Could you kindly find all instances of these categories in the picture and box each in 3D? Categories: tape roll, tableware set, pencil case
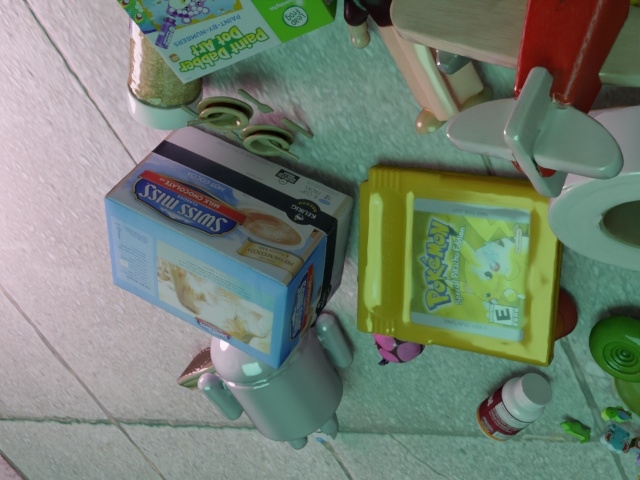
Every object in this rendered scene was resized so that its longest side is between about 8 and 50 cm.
[{"bbox_3d":[0.440,-0.058,1.193,0.286,0.100,0.286,12,157,5],"label":"tape roll"},{"bbox_3d":[-0.117,-0.170,1.448,0.128,0.039,0.194,-9,158,34],"label":"tableware set"},{"bbox_3d":[0.123,0.127,1.654,0.098,0.095,0.209,19,139,36],"label":"pencil case"}]

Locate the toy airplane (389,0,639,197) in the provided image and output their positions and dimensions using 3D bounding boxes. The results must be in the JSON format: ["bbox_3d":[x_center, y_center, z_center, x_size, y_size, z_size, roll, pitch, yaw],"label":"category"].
[{"bbox_3d":[0.296,-0.230,1.000,0.384,0.272,0.386,-37,68,28],"label":"toy airplane"}]

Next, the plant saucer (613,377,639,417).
[{"bbox_3d":[0.607,0.235,1.518,0.241,0.037,0.241,17,139,16],"label":"plant saucer"}]

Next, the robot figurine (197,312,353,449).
[{"bbox_3d":[-0.086,0.252,1.815,0.300,0.200,0.353,-28,122,0],"label":"robot figurine"}]

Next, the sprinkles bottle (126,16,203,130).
[{"bbox_3d":[-0.224,-0.328,1.360,0.121,0.121,0.355,23,139,8],"label":"sprinkles bottle"}]

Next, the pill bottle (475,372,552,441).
[{"bbox_3d":[0.357,0.304,1.698,0.086,0.086,0.152,32,139,-3],"label":"pill bottle"}]

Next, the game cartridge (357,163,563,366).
[{"bbox_3d":[0.211,0.035,1.442,0.323,0.052,0.285,7,108,24],"label":"game cartridge"}]

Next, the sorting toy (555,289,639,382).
[{"bbox_3d":[0.444,0.194,1.459,0.365,0.126,0.127,24,136,23],"label":"sorting toy"}]

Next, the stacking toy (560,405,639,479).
[{"bbox_3d":[0.558,0.376,1.652,0.221,0.052,0.167,31,153,-1],"label":"stacking toy"}]

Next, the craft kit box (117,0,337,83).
[{"bbox_3d":[-0.144,-0.345,1.200,0.249,0.061,0.247,-17,136,25],"label":"craft kit box"}]

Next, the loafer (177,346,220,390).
[{"bbox_3d":[-0.211,0.281,1.995,0.268,0.102,0.092,-27,109,44],"label":"loafer"}]

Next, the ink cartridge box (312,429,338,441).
[{"bbox_3d":[-0.004,0.412,2.066,0.048,0.028,0.083,-14,123,39],"label":"ink cartridge box"}]

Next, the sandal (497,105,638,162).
[{"bbox_3d":[0.332,-0.163,1.242,0.265,0.076,0.102,-3,153,31],"label":"sandal"}]

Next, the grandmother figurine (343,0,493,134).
[{"bbox_3d":[0.111,-0.301,1.212,0.207,0.104,0.342,-18,124,31],"label":"grandmother figurine"}]

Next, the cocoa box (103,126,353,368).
[{"bbox_3d":[-0.155,0.006,1.553,0.347,0.228,0.231,25,140,15],"label":"cocoa box"}]
